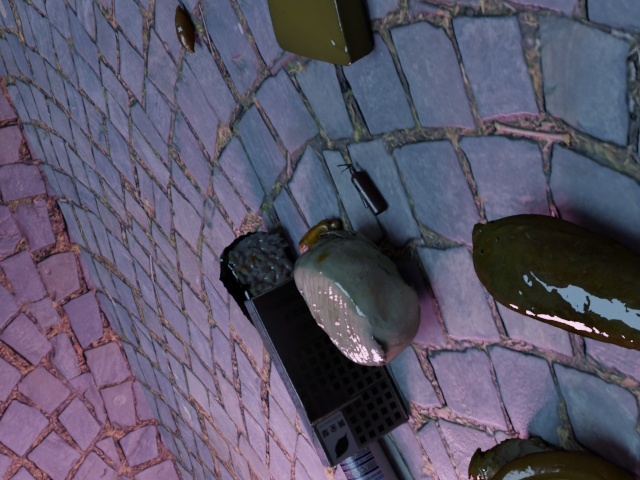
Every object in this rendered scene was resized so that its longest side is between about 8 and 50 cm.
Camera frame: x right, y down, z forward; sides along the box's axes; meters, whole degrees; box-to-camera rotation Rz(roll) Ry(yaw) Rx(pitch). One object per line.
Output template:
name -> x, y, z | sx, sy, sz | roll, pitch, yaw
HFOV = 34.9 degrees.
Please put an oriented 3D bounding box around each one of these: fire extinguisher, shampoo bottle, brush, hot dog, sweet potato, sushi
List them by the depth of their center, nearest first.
sweet potato -> 0.330, 0.055, 1.145 | 0.423, 0.130, 0.130 | 18, 130, 47
brush -> -0.006, -0.329, 1.475 | 0.197, 0.059, 0.123 | 28, 141, 51
fire extinguisher -> 0.068, -0.082, 1.614 | 0.100, 0.032, 0.046 | 57, -172, 13
hot dog -> 0.002, -0.001, 1.795 | 0.062, 0.038, 0.144 | 62, 153, 10
sweet potato -> -0.255, -0.395, 1.912 | 0.034, 0.034, 0.095 | -9, 96, 63
sushi -> -0.103, 0.093, 1.968 | 0.225, 0.136, 0.126 | 63, 163, -10
shampoo bottle -> 0.089, 0.436, 1.983 | 0.303, 0.092, 0.092 | 61, 154, 3

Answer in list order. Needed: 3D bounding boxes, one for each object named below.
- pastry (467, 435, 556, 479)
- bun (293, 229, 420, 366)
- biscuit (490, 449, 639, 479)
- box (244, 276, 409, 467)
pastry -> 0.316, 0.386, 1.495 | 0.229, 0.100, 0.218 | 47, 150, 28
bun -> 0.064, 0.087, 1.642 | 0.239, 0.141, 0.239 | 44, 154, 28
biscuit -> 0.339, 0.399, 1.379 | 0.262, 0.037, 0.262 | 9, 117, 18
box -> 0.013, 0.215, 1.809 | 0.325, 0.180, 0.047 | 64, 154, 0
